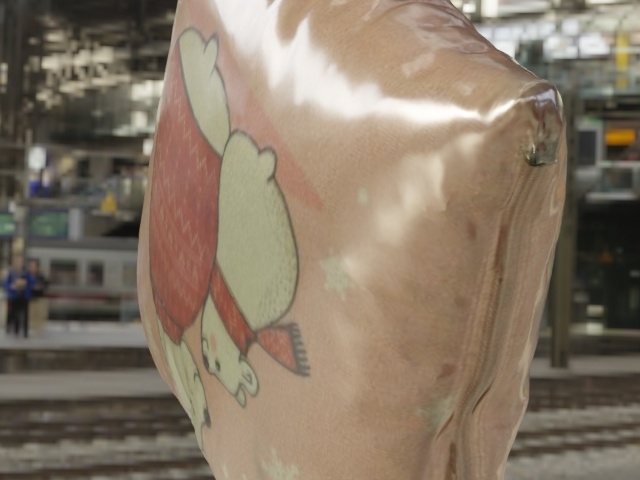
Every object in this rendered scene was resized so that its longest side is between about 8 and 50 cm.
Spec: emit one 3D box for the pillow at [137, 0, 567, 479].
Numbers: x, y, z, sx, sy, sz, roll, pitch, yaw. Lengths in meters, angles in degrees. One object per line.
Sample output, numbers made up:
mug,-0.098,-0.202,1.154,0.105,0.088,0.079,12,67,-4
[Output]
pillow,0.000,0.000,0.445,0.084,0.223,0.236,-6,37,-23
